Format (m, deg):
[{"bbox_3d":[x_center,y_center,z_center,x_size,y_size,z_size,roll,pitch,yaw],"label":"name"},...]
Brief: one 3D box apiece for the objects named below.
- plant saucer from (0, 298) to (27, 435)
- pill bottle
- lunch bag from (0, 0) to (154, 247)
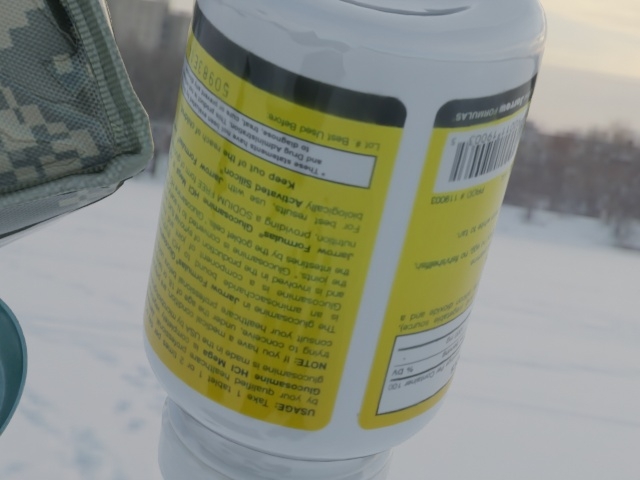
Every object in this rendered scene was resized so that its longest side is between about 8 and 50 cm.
[{"bbox_3d":[-0.184,0.068,0.738,0.119,0.119,0.021,9,-35,15],"label":"plant saucer"},{"bbox_3d":[0.000,0.000,0.953,0.188,0.334,0.188,10,29,-6],"label":"pill bottle"},{"bbox_3d":[-0.213,-0.049,0.472,0.287,0.169,0.235,-15,2,-12],"label":"lunch bag"}]
